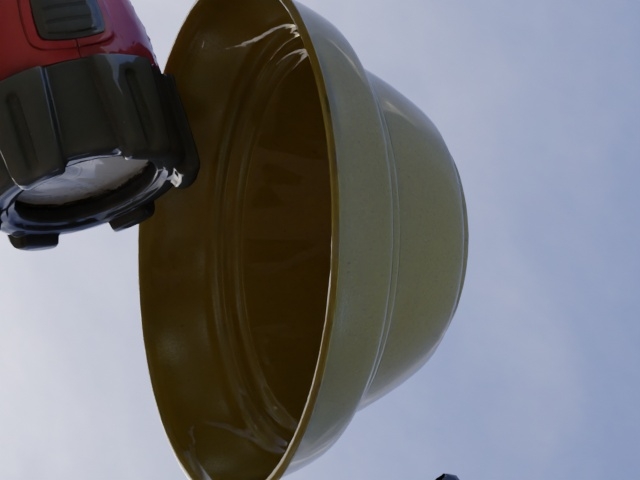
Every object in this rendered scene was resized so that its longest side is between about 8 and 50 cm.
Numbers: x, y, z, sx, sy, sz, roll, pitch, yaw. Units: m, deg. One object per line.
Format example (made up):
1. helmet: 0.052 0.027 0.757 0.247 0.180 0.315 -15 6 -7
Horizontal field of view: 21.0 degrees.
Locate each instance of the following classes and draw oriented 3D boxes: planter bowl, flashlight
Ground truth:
1. planter bowl: 0.000 0.000 0.714 0.217 0.090 0.217 -178 -90 -65
2. flashlight: -0.144 -0.150 0.773 0.103 0.103 0.304 -26 -109 16

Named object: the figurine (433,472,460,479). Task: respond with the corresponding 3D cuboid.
1. figurine: -0.029 0.201 0.606 0.092 0.209 0.215 33 -40 2
